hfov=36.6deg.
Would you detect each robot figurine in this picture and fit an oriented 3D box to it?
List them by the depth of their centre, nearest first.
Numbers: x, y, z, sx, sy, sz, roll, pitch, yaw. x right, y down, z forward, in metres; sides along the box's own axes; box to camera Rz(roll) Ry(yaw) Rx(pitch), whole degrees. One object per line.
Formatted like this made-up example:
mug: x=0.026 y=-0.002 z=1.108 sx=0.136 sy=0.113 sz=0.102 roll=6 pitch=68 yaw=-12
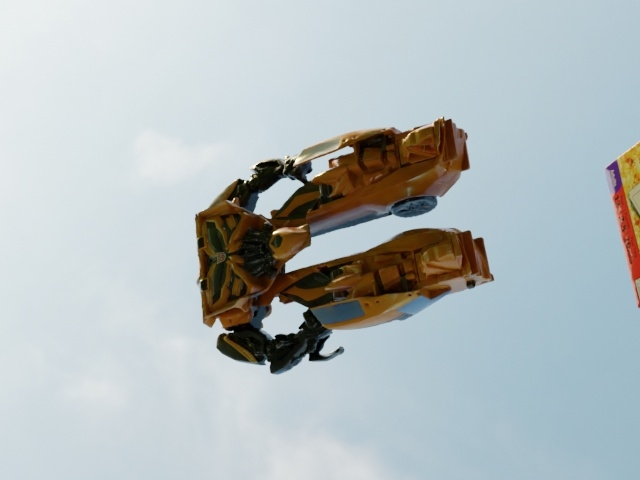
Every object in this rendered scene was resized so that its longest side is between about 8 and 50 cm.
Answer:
robot figurine: x=0.000 y=0.000 z=0.867 sx=0.291 sy=0.085 sz=0.211 roll=-18 pitch=-112 yaw=26

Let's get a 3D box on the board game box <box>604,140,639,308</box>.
board game box: x=0.334 y=-0.042 z=0.830 sx=0.193 sy=0.045 sz=0.146 roll=132 pitch=-44 yaw=-56
